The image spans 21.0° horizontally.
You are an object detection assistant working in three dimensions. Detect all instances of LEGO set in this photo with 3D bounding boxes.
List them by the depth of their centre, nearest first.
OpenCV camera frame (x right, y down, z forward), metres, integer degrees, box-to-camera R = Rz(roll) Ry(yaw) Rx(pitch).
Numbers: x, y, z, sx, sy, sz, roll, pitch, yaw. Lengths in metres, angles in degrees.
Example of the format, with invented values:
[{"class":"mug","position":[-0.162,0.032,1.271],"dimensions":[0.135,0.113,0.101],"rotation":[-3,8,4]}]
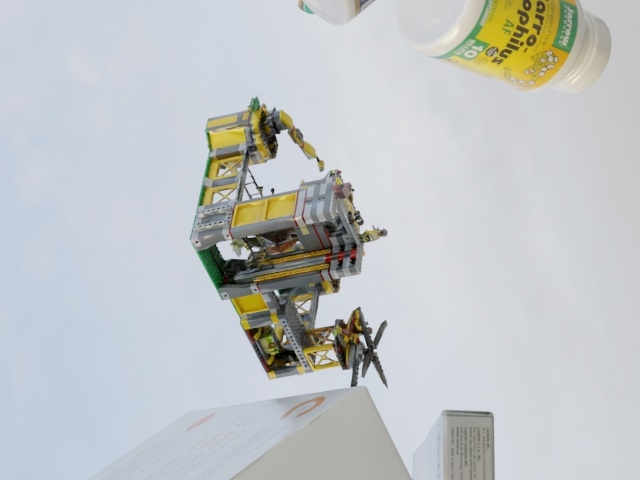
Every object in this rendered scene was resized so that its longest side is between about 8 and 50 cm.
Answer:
[{"class":"LEGO set","position":[0.000,0.000,1.942],"dimensions":[0.255,0.192,0.331],"rotation":[-75,-31,-54]}]

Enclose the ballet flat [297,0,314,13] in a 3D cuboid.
[{"class":"ballet flat","position":[0.042,-0.387,2.298],"dimensions":[0.067,0.206,0.073],"rotation":[58,-165,29]}]

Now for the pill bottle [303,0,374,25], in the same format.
[{"class":"pill bottle","position":[0.056,-0.325,1.940],"dimensions":[0.169,0.094,0.094],"rotation":[-42,-56,-22]}]

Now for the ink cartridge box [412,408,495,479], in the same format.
[{"class":"ink cartridge box","position":[0.140,0.340,1.853],"dimensions":[0.239,0.060,0.275],"rotation":[101,170,-72]}]

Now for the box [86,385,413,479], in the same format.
[{"class":"box","position":[-0.088,0.282,1.758],"dimensions":[0.215,0.345,0.168],"rotation":[-32,-81,-34]}]

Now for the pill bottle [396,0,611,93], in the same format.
[{"class":"pill bottle","position":[0.188,-0.214,1.718],"dimensions":[0.208,0.118,0.117],"rotation":[17,-115,-37]}]
